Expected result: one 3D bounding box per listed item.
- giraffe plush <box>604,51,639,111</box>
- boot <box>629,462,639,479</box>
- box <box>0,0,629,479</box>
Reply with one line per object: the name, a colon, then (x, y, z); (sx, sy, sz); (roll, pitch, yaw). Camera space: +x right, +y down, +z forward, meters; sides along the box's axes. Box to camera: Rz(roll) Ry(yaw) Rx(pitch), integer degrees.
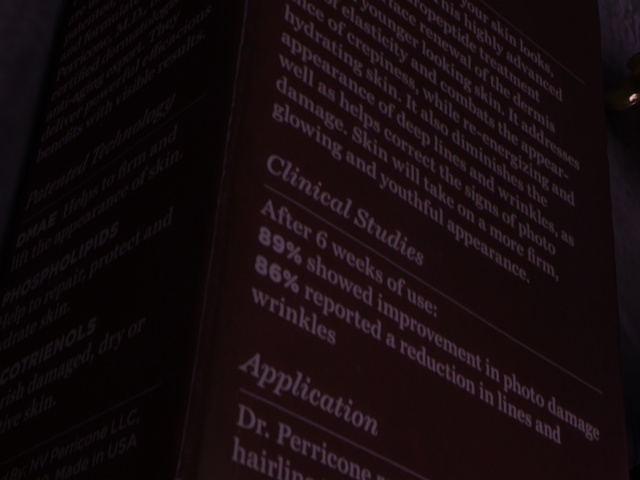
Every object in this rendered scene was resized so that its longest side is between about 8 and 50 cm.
giraffe plush: (0.281, -0.105, 0.823); (0.171, 0.181, 0.210); (-10, 42, -43)
boot: (0.240, 0.197, 0.680); (0.161, 0.083, 0.246); (-18, 83, -57)
box: (0.000, 0.000, 0.480); (0.191, 0.143, 0.381); (32, 49, -32)
